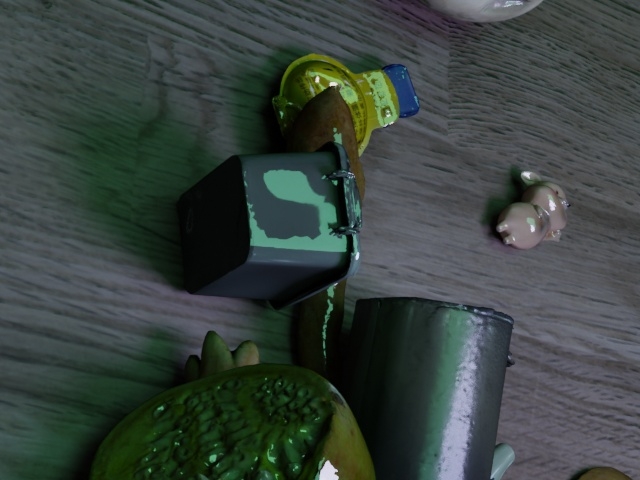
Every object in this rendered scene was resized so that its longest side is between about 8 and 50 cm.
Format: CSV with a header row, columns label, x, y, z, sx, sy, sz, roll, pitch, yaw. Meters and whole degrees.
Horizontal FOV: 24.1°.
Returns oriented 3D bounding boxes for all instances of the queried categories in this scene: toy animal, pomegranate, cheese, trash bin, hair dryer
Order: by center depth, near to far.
label,x,y,z,sx,sy,sz,roll,pitch,yaw
pomegranate,-0.086,0.265,1.624,0.358,0.310,0.216,-94,160,-59
trash bin,0.110,0.224,1.779,0.252,0.203,0.301,20,76,-38
cheese,0.036,-0.178,1.976,0.250,0.064,0.156,-16,87,-39
hair dryer,0.231,0.362,1.980,0.167,0.067,0.199,-47,117,-44
toy animal,0.303,-0.038,2.150,0.150,0.089,0.083,-36,140,-44

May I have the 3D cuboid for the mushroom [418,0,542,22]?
label,x,y,z,sx,sy,sz,roll,pitch,yaw
mushroom,0.206,-0.489,2.083,0.325,0.353,0.353,11,66,-4

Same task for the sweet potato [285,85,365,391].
label,x,y,z,sx,sy,sz,roll,pitch,yaw
sweet potato,0.000,0.000,1.869,0.109,0.109,0.385,0,91,-39

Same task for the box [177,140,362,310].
label,x,y,z,sx,sy,sz,roll,pitch,yaw
box,-0.067,-0.015,1.738,0.135,0.243,0.163,1,76,-28

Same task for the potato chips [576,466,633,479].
label,x,y,z,sx,sy,sz,roll,pitch,yaw
potato chips,0.429,0.400,2.127,0.202,0.049,0.150,41,59,-30
